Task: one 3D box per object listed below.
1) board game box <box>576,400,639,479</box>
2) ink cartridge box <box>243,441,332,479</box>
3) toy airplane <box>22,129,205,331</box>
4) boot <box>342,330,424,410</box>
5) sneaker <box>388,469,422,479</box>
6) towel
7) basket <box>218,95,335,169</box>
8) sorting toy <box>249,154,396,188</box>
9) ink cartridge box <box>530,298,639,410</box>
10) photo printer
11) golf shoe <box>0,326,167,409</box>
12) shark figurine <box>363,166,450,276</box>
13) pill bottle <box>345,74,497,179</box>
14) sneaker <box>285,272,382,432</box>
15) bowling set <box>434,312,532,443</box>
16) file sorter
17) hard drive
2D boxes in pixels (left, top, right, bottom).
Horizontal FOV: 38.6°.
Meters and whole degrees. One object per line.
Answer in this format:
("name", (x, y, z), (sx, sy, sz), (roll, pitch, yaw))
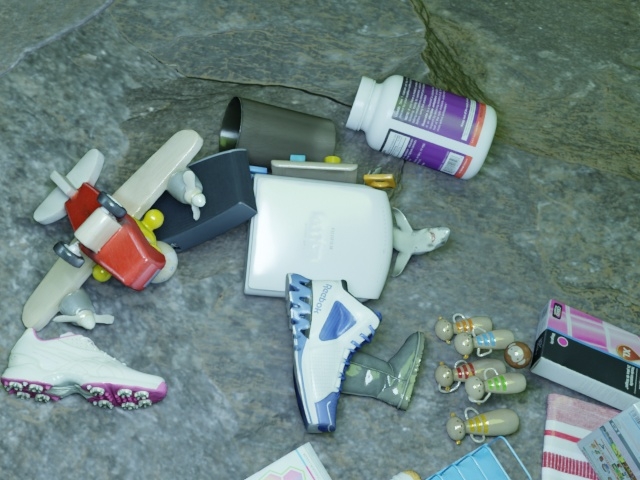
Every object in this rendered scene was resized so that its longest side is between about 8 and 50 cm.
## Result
("board game box", (0.624, 0.425, 1.708), (0.098, 0.303, 0.224), (-22, 69, -16))
("ink cartridge box", (-0.084, 0.480, 1.706), (0.209, 0.062, 0.109), (-26, 71, -23))
("toy airplane", (-0.401, -0.013, 1.794), (0.272, 0.386, 0.384), (41, 43, -33))
("boot", (0.098, 0.242, 1.875), (0.209, 0.076, 0.189), (17, 59, 5))
("sneaker", (0.186, 0.585, 1.700), (0.131, 0.112, 0.296), (-26, 68, -5))
("towel", (0.564, 0.490, 1.857), (0.237, 0.037, 0.328), (15, 60, -3))
("basket", (-0.094, -0.224, 2.026), (0.227, 0.204, 0.154), (8, 84, -20))
("sorting toy", (-0.011, -0.144, 1.966), (0.348, 0.196, 0.047), (3, 75, 0))
("ink cartridge box", (0.638, 0.273, 1.955), (0.371, 0.069, 0.175), (25, 46, -1))
("photo printer", (0.000, 0.000, 1.917), (0.308, 0.107, 0.255), (6, 85, -9))
("golf shoe", (-0.440, 0.238, 1.733), (0.307, 0.115, 0.140), (9, 58, -9))
("shark figurine", (0.177, -0.034, 2.037), (0.116, 0.166, 0.278), (-5, 38, -44))
("pill bottle", (0.230, -0.270, 2.107), (0.323, 0.181, 0.181), (19, 60, -2))
("sneaker", (0.035, 0.205, 1.773), (0.182, 0.127, 0.315), (-5, 72, -6))
("bowling set", (0.322, 0.246, 1.849), (0.154, 0.199, 0.286), (-5, 60, -13))
("file sorter", (0.303, 0.472, 1.770), (0.170, 0.104, 0.118), (-24, 69, -22))
("hard drive", (-0.256, -0.081, 1.889), (0.255, 0.054, 0.171), (-23, 63, 23))
